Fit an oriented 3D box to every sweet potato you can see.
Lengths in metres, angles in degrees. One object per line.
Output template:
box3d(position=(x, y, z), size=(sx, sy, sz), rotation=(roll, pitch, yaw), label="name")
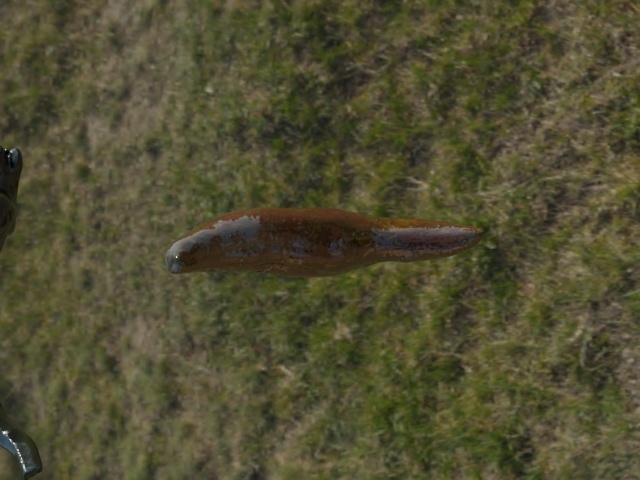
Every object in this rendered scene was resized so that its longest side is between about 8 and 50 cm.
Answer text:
box3d(position=(0.001, 0.001, 0.743), size=(0.078, 0.255, 0.058), rotation=(159, 109, -77), label="sweet potato")

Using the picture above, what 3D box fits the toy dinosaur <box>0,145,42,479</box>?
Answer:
box3d(position=(-0.184, -0.005, 0.414), size=(0.179, 0.087, 0.187), rotation=(-110, 15, -51), label="toy dinosaur")
